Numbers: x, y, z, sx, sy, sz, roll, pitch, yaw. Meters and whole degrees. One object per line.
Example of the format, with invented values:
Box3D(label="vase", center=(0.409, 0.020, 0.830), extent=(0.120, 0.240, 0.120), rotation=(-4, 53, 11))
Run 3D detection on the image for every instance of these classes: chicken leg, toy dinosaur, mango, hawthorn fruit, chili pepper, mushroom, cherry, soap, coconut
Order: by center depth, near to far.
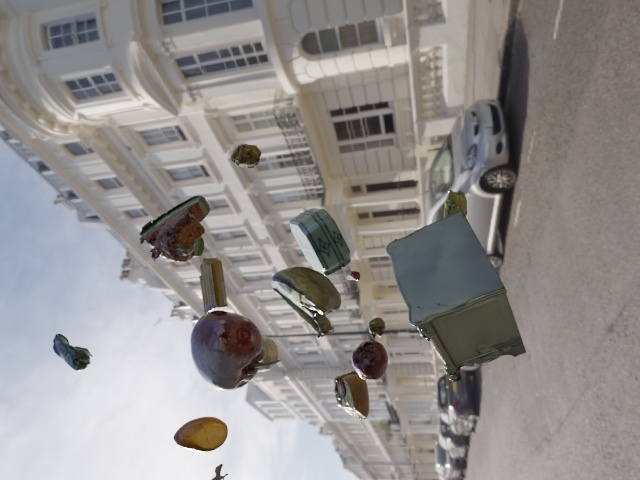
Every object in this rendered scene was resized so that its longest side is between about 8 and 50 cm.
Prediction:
Box3D(label="chili pepper", center=(-0.735, 0.337, 1.341), extent=(0.108, 0.216, 0.062), rotation=(45, -117, -32))
Box3D(label="toy dinosaur", center=(-0.380, 0.851, 1.532), extent=(0.126, 0.162, 0.039), rotation=(45, 158, 45))
Box3D(label="mushroom", center=(-0.025, 0.189, 1.654), extent=(0.292, 0.212, 0.217), rotation=(52, 155, 23))
Box3D(label="hawthorn fruit", center=(0.197, 0.476, 1.761), extent=(0.148, 0.148, 0.172), rotation=(-70, -35, -61))
Box3D(label="mango", center=(-0.494, 0.803, 1.870), extent=(0.102, 0.217, 0.141), rotation=(119, 145, -50))
Box3D(label="cherry", center=(-0.389, 0.455, 1.886), extent=(0.291, 0.334, 0.326), rotation=(-27, -65, -46))
Box3D(label="chicken leg", center=(0.245, 0.371, 1.941), extent=(0.178, 0.070, 0.093), rotation=(18, -91, -75))
Box3D(label="soap", center=(-0.494, 0.204, 2.075), extent=(0.160, 0.080, 0.258), rotation=(-39, 57, 51))
Box3D(label="coconut", center=(-0.288, 0.535, 2.110), extent=(0.161, 0.162, 0.161), rotation=(43, -146, -40))

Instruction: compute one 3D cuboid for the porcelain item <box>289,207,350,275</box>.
Box3D(label="porcelain item", center=(0.000, 0.000, 2.027), extent=(0.281, 0.157, 0.286), rotation=(61, 167, -12))

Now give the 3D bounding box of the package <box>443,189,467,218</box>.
Box3D(label="package", center=(0.666, -0.135, 2.234), extent=(0.168, 0.090, 0.226), rotation=(5, -88, -49))

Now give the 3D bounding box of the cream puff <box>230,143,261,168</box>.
Box3D(label="cream puff", center=(-0.201, -0.230, 1.223), extent=(0.083, 0.083, 0.058), rotation=(139, 118, -74))

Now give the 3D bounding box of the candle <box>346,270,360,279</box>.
Box3D(label="candle", center=(0.149, 0.159, 2.088), extent=(0.048, 0.053, 0.162), rotation=(-51, 4, -11))

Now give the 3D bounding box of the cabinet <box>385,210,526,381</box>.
Box3D(label="cabinet", center=(0.360, 0.155, 1.209), extent=(0.318, 0.227, 0.290), rotation=(54, -163, -39))

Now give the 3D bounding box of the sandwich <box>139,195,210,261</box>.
Box3D(label="sandwich", center=(-0.437, -0.007, 1.440), extent=(0.162, 0.250, 0.301), rotation=(56, 176, -26))

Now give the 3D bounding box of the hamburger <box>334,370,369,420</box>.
Box3D(label="hamburger", center=(0.180, 0.851, 2.504), extent=(0.282, 0.155, 0.245), rotation=(32, -108, -38))
